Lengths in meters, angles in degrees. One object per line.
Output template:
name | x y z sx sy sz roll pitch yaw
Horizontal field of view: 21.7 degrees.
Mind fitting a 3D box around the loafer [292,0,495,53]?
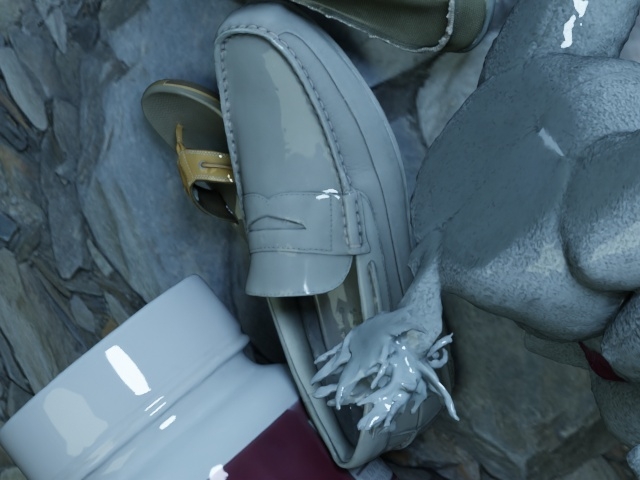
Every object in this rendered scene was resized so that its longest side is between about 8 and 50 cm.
loafer | -0.011 -0.177 1.005 0.251 0.087 0.094 30 133 22

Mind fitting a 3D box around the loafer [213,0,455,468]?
loafer | 0.000 0.000 1.097 0.112 0.111 0.320 -6 113 43

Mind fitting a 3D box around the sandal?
sandal | -0.066 -0.038 1.175 0.180 0.049 0.072 54 137 -3

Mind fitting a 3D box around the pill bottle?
pill bottle | -0.037 0.231 1.201 0.392 0.224 0.224 50 137 1

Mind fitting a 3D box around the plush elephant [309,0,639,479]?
plush elephant | 0.189 0.016 0.869 0.330 0.255 0.272 -51 34 15
